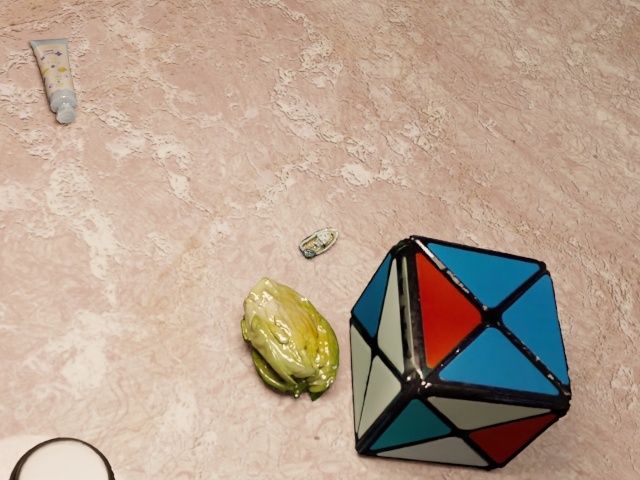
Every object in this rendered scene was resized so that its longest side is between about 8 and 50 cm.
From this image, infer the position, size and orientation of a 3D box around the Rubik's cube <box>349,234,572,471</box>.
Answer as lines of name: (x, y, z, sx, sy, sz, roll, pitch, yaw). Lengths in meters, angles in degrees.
Rubik's cube: (0.190, 0.168, 1.498, 0.248, 0.250, 0.246, 9, 55, -14)

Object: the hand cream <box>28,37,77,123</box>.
hand cream: (-0.422, -0.262, 1.658, 0.065, 0.043, 0.171, -7, 59, -22)

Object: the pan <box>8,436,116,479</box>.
pan: (-0.283, 0.320, 1.338, 0.235, 0.028, 0.136, 8, 56, -18)

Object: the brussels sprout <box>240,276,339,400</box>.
brussels sprout: (-0.047, 0.144, 1.514, 0.181, 0.100, 0.139, 47, 43, 13)

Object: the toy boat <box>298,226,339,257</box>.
toy boat: (0.000, 0.000, 1.663, 0.083, 0.038, 0.038, -32, 74, -34)
